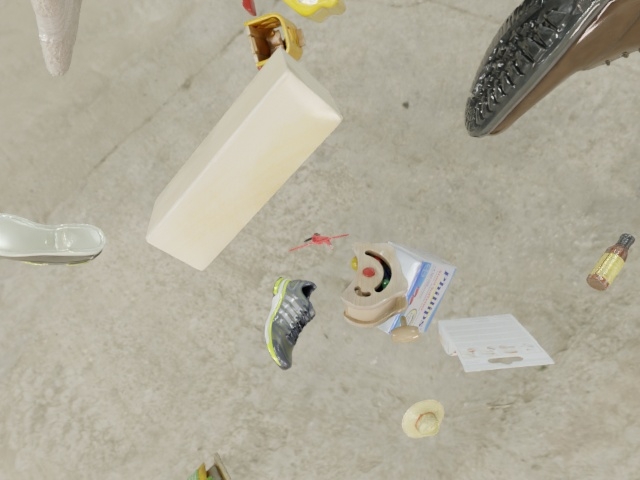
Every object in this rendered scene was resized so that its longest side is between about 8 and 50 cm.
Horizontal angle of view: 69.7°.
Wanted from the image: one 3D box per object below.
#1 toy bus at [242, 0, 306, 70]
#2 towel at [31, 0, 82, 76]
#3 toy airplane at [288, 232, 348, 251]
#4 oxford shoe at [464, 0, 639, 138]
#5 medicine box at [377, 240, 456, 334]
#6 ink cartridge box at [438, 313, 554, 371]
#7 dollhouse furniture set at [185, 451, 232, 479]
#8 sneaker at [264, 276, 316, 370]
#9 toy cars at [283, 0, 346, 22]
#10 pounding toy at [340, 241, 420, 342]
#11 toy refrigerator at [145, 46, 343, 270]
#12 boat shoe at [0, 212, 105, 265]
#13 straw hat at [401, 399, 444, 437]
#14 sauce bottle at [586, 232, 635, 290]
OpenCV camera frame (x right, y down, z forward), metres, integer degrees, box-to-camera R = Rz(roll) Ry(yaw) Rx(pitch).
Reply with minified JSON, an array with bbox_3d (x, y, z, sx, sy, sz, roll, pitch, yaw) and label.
[{"bbox_3d":[-0.087,-0.436,1.017,0.104,0.191,0.202,-12,60,15],"label":"toy bus"},{"bbox_3d":[-0.454,-0.448,0.805,0.049,0.187,0.282,1,59,-19],"label":"towel"},{"bbox_3d":[0.000,0.000,1.034,0.151,0.151,0.028,-10,100,9],"label":"toy airplane"},{"bbox_3d":[0.192,-0.147,0.321,0.096,0.227,0.082,19,53,-18],"label":"oxford shoe"},{"bbox_3d":[0.294,0.164,1.546,0.149,0.289,0.263,30,101,36],"label":"medicine box"},{"bbox_3d":[0.300,0.190,0.809,0.146,0.179,0.045,-6,108,2],"label":"ink cartridge box"},{"bbox_3d":[-0.220,0.445,0.704,0.198,0.151,0.301,-40,24,-18],"label":"dollhouse furniture set"},{"bbox_3d":[-0.080,0.224,1.314,0.121,0.111,0.299,-11,49,18],"label":"sneaker"},{"bbox_3d":[-0.119,-0.293,0.314,0.087,0.394,0.176,-34,53,18],"label":"toy cars"},{"bbox_3d":[0.123,0.140,1.085,0.154,0.154,0.269,-10,41,-2],"label":"pounding toy"},{"bbox_3d":[-0.098,-0.093,0.575,0.269,0.094,0.102,-44,32,19],"label":"toy refrigerator"},{"bbox_3d":[-0.681,0.008,1.087,0.091,0.305,0.109,-43,51,45],"label":"boat shoe"},{"bbox_3d":[0.326,0.560,1.398,0.144,0.144,0.061,-36,22,-3],"label":"straw hat"},{"bbox_3d":[0.567,0.040,0.891,0.042,0.042,0.128,38,76,25],"label":"sauce bottle"}]
